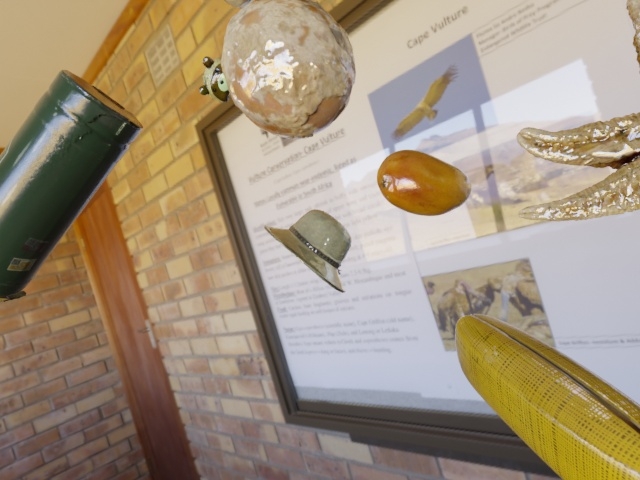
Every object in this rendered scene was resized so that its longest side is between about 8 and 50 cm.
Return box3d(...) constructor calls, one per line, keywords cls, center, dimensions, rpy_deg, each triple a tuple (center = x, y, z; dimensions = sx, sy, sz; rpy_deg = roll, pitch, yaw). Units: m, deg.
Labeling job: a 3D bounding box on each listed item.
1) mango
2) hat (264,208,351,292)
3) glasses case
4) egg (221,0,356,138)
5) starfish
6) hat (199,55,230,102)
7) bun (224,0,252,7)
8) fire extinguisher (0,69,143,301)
box3d(cls="mango", center=(0.236, -0.126, 1.032), dimensions=(0.221, 0.151, 0.120), rpy_deg=(19, -33, -3))
box3d(cls="hat", center=(0.000, 0.000, 1.115), dimensions=(0.130, 0.257, 0.257), rpy_deg=(-50, -1, 1))
box3d(cls="glasses case", center=(0.179, 0.127, 0.353), dimensions=(0.064, 0.079, 0.234), rpy_deg=(-11, 17, -12))
box3d(cls="egg", center=(-0.049, -0.257, 0.672), dimensions=(0.195, 0.195, 0.233), rpy_deg=(-20, 46, -21))
box3d(cls="starfish", center=(0.413, -0.118, 0.508), dimensions=(0.375, 0.327, 0.094), rpy_deg=(-47, -35, 21))
box3d(cls="hat", center=(-0.203, -0.314, 0.881), dimensions=(0.059, 0.076, 0.077), rpy_deg=(4, -42, -22))
box3d(cls="bun", center=(-0.202, -0.748, 1.250), dimensions=(0.116, 0.237, 0.210), rpy_deg=(13, -24, -27))
box3d(cls="fire extinguisher", center=(-0.320, -0.030, 0.500), dimensions=(0.311, 0.095, 0.114), rpy_deg=(-50, -27, 5))
